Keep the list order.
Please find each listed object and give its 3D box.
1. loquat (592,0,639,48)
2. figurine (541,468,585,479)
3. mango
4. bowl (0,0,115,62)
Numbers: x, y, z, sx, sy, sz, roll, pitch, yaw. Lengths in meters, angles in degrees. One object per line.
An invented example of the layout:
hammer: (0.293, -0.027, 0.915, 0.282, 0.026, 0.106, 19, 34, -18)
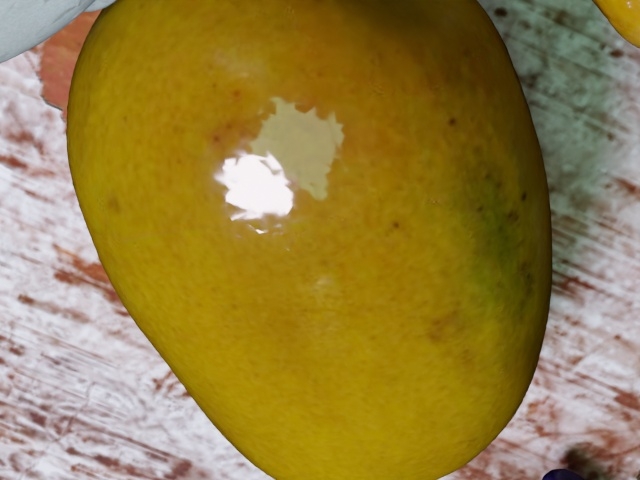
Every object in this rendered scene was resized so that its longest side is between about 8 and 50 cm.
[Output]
loquat: (0.217, -0.182, 0.889, 0.137, 0.113, 0.137, 17, 143, 13)
figurine: (0.088, 0.343, 1.199, 0.421, 0.154, 0.193, -26, 151, 10)
mango: (0.000, 0.000, 0.946, 0.300, 0.232, 0.446, 0, 127, 14)
bowl: (-0.169, -0.206, 0.811, 0.146, 0.313, 0.313, 20, 124, -35)
